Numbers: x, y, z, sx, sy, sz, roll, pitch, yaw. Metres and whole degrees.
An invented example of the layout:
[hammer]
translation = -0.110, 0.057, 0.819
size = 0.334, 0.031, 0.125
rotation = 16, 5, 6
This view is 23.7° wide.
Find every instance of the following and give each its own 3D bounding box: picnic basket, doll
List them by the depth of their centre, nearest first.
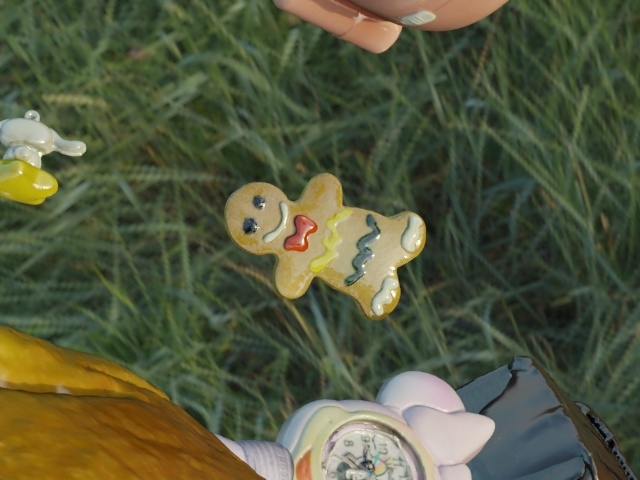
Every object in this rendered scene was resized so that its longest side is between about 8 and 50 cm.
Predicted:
[picnic basket]
translation = 0.214, 0.250, 1.633
size = 0.222, 0.129, 0.297
rotation = -30, 28, 4
[doll]
translation = -0.364, -0.108, 1.826
size = 0.135, 0.071, 0.113
rotation = 34, 68, 1

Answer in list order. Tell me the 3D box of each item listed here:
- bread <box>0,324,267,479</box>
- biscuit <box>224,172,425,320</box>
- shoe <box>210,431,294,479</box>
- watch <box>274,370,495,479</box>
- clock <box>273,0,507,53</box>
[bread]
translation = -0.088, 0.124, 0.384
size = 0.195, 0.270, 0.142
rotation = -48, 59, 3
[biscuit]
translation = 0.000, 0.000, 1.808
size = 0.240, 0.035, 0.158
rotation = 18, 89, -8
[shoe]
translation = -0.148, 0.204, 1.200
size = 0.245, 0.138, 0.095
rotation = -25, 51, 35
[watch]
translation = 0.027, 0.251, 1.484
size = 0.248, 0.217, 0.210
rotation = 5, 63, -24
[clock]
translation = 0.080, -0.267, 1.089
size = 0.241, 0.142, 0.227
rotation = -2, 70, 54
